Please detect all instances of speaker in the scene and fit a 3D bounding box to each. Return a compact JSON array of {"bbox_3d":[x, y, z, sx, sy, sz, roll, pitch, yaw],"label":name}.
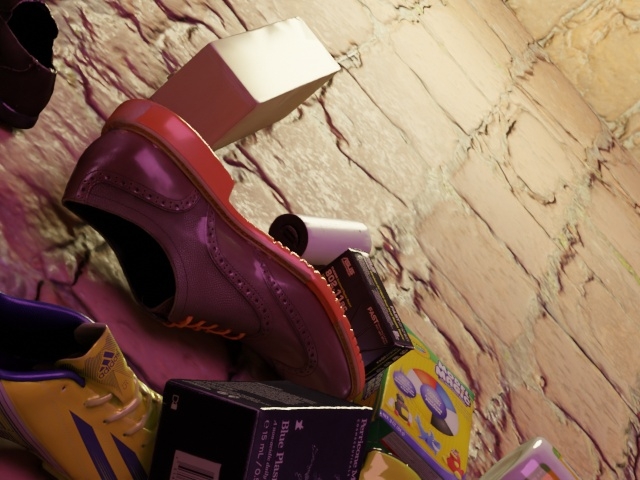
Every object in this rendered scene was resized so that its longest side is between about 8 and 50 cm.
[{"bbox_3d":[0.000,0.000,1.597,0.136,0.055,0.055,4,52,-58],"label":"speaker"}]

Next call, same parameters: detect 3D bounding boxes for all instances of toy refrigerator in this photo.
[{"bbox_3d":[-0.083,-0.181,1.651,0.094,0.102,0.269,51,25,1],"label":"toy refrigerator"}]

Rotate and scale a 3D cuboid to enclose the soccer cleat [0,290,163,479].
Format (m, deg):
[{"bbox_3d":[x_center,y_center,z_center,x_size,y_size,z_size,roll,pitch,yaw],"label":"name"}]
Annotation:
[{"bbox_3d":[-0.169,0.115,1.066,0.289,0.121,0.093,31,31,-38],"label":"soccer cleat"}]

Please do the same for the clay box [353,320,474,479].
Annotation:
[{"bbox_3d":[0.099,0.175,1.528,0.127,0.053,0.222,45,26,-14],"label":"clay box"}]

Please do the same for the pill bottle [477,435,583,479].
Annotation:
[{"bbox_3d":[0.251,0.330,1.455,0.245,0.136,0.136,49,24,5],"label":"pill bottle"}]

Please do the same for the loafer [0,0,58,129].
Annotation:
[{"bbox_3d":[-0.279,-0.201,1.367,0.080,0.078,0.220,24,36,-45],"label":"loafer"}]

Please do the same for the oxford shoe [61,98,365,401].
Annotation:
[{"bbox_3d":[-0.099,0.046,1.334,0.363,0.130,0.132,49,56,-21],"label":"oxford shoe"}]

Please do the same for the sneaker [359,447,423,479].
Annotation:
[{"bbox_3d":[0.092,0.298,1.315,0.300,0.111,0.121,32,47,-33],"label":"sneaker"}]

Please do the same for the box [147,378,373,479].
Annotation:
[{"bbox_3d":[-0.050,0.191,1.107,0.093,0.156,0.158,12,2,34],"label":"box"}]

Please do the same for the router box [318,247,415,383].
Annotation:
[{"bbox_3d":[0.030,0.083,1.489,0.038,0.092,0.122,15,42,-53],"label":"router box"}]
